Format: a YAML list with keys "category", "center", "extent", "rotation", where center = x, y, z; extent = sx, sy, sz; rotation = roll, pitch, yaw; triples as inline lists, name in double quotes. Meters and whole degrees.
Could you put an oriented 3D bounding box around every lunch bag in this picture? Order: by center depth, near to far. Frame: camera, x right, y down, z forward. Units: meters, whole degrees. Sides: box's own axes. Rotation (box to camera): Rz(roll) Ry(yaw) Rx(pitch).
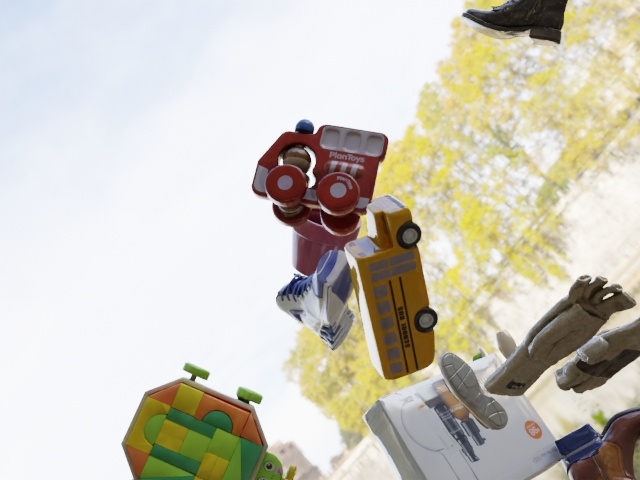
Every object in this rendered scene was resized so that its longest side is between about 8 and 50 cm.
- category: "lunch bag"
  center: [0.568, 0.444, 1.653]
  extent: [0.098, 0.065, 0.067]
  rotation: [-32, -20, 8]

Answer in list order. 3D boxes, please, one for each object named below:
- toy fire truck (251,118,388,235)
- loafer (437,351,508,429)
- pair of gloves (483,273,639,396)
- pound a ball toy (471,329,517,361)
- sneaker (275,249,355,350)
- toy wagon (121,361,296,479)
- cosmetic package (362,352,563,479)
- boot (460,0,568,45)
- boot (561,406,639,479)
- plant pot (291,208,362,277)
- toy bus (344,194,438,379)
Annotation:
- category: "toy fire truck"
  center: [-0.002, -0.167, 1.837]
  extent: [0.169, 0.302, 0.254]
  rotation: [77, -155, -68]
- category: "loafer"
  center: [0.198, 0.207, 1.025]
  extent: [0.045, 0.125, 0.039]
  rotation: [-39, -4, -32]
- category: "pair of gloves"
  center: [0.334, 0.121, 0.940]
  extent: [0.240, 0.042, 0.204]
  rotation: [7, -47, -34]
- category: "pound a ball toy"
  center: [0.464, 0.378, 2.063]
  extent: [0.208, 0.136, 0.319]
  rotation: [-26, -30, 11]
- category: "sneaker"
  center: [-0.023, 0.132, 1.792]
  extent: [0.127, 0.182, 0.316]
  rotation: [-54, -21, -30]
- category: "toy wagon"
  center: [-0.207, 0.411, 1.494]
  extent: [0.068, 0.344, 0.267]
  rotation: [125, 169, -80]
- category: "cosmetic package"
  center: [0.322, 0.433, 1.679]
  extent: [0.377, 0.284, 0.097]
  rotation: [-13, -30, -35]
- category: "boot"
  center: [0.479, -0.586, 1.773]
  extent: [0.091, 0.262, 0.229]
  rotation: [-14, -63, -78]
- category: "boot"
  center: [0.709, 0.533, 1.709]
  extent: [0.264, 0.280, 0.096]
  rotation: [-29, -57, 4]
- category: "plant pot"
  center: [0.000, 0.000, 2.141]
  extent: [0.201, 0.201, 0.180]
  rotation: [-24, -44, -51]
- category: "toy bus"
  center: [0.135, 0.089, 1.448]
  extent: [0.130, 0.108, 0.333]
  rotation: [-18, -68, -9]
